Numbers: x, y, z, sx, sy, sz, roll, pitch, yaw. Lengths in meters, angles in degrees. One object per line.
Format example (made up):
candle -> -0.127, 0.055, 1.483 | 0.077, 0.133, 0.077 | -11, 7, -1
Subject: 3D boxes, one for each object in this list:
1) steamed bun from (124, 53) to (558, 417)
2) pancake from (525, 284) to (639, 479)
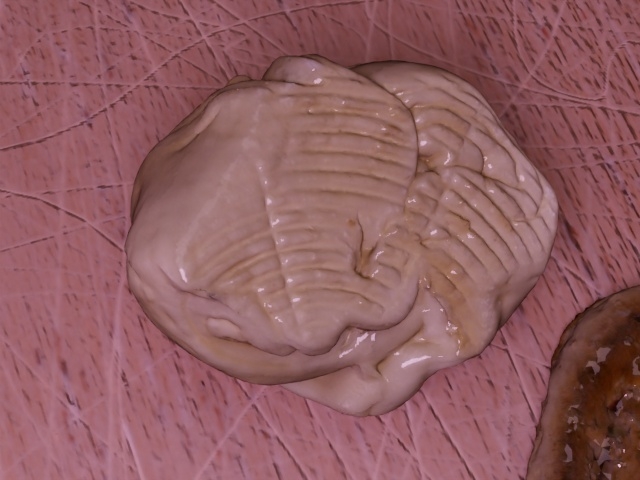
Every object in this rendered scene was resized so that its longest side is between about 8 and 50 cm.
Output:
steamed bun -> -0.002, -0.002, 1.121 | 0.289, 0.203, 0.276 | -43, 101, -21
pancake -> 0.325, 0.179, 1.140 | 0.356, 0.065, 0.356 | 2, 60, -3
